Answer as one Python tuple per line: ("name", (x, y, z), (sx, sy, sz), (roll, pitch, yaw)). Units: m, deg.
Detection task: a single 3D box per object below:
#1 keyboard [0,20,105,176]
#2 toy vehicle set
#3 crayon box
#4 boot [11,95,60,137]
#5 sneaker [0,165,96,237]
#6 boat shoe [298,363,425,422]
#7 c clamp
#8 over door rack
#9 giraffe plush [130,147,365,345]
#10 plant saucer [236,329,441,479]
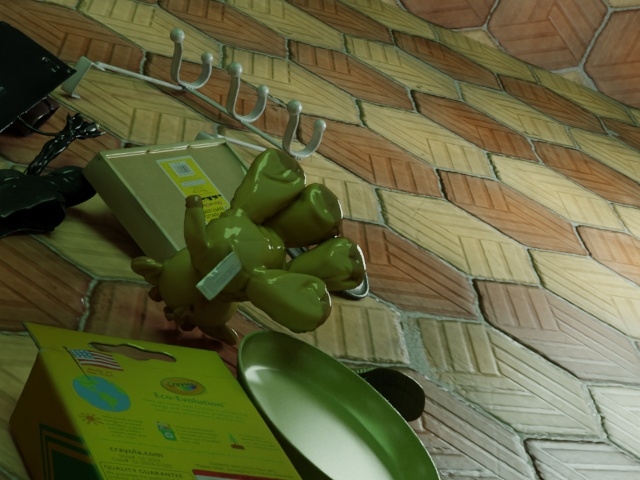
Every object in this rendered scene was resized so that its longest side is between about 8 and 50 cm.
("keyboard", (-0.372, -0.147, 1.861), (0.201, 0.033, 0.317), (36, 32, 0))
("toy vehicle set", (-0.142, -0.041, 1.862), (0.166, 0.035, 0.267), (51, 26, 14))
("crayon box", (-0.122, 0.190, 1.295), (0.202, 0.081, 0.318), (13, 23, -32))
("boot", (-0.425, -0.218, 2.032), (0.207, 0.090, 0.248), (35, 17, -8))
("sneaker", (-0.296, -0.040, 1.735), (0.170, 0.051, 0.089), (-2, 33, -44))
("boat shoe", (0.035, 0.154, 1.631), (0.153, 0.056, 0.048), (8, -5, -27))
("c clamp", (0.000, 0.000, 1.942), (0.161, 0.022, 0.137), (37, 29, -22))
("over door rack", (-0.159, -0.198, 2.222), (0.240, 0.108, 0.324), (33, 21, 23))
("giraffe plush", (-0.088, 0.031, 1.602), (0.210, 0.170, 0.181), (-24, 85, -39))
("plant saucer", (0.011, 0.180, 1.487), (0.241, 0.037, 0.241), (35, 18, -13))
